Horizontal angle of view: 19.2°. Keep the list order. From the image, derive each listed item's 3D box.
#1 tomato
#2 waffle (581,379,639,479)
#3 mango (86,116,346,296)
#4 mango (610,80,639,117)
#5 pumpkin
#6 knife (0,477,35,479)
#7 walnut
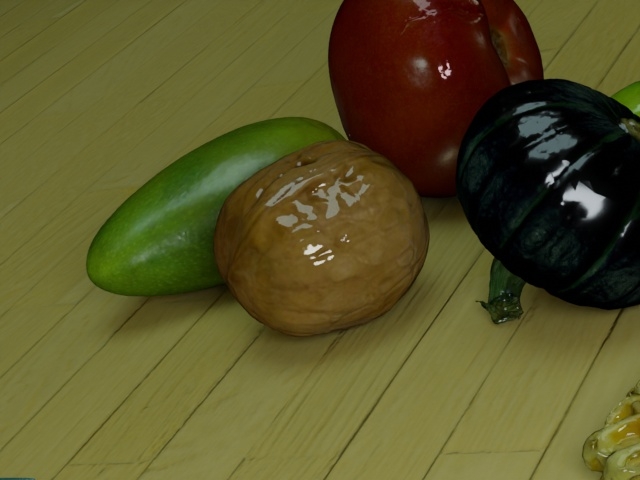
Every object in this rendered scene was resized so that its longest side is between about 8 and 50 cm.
[{"bbox_3d":[0.131,-0.185,2.204,0.226,0.298,0.298,-25,16,26],"label":"tomato"},{"bbox_3d":[0.352,0.136,1.516,0.250,0.056,0.261,0,25,38],"label":"waffle"},{"bbox_3d":[-0.110,-0.030,2.145,0.343,0.156,0.192,-29,15,-18],"label":"mango"},{"bbox_3d":[0.412,-0.134,2.060,0.233,0.111,0.125,-14,26,5],"label":"mango"},{"bbox_3d":[0.228,-0.023,1.816,0.248,0.248,0.248,-15,21,6],"label":"pumpkin"},{"bbox_3d":[-0.317,0.236,1.845,0.091,0.005,0.014,-7,25,24],"label":"knife"},{"bbox_3d":[0.000,0.000,1.938,0.221,0.195,0.195,-22,21,-22],"label":"walnut"}]
